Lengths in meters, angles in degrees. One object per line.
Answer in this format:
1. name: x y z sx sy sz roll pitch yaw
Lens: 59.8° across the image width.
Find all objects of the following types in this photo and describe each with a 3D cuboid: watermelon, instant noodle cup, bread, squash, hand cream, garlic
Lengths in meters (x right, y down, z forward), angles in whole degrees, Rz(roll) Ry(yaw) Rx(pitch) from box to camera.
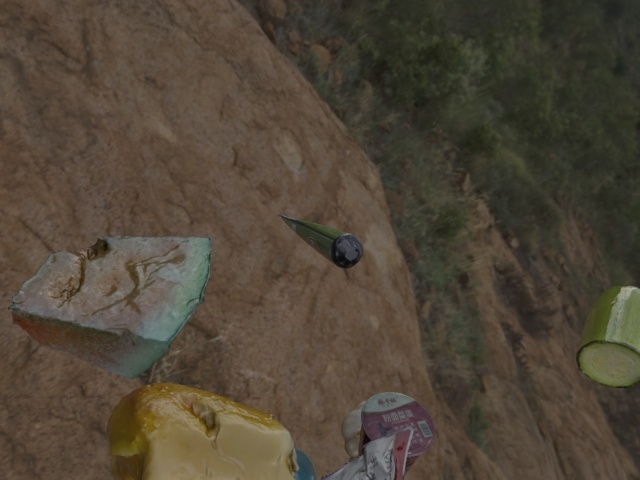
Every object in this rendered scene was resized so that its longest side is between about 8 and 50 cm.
1. watermelon: -0.344 0.103 1.000 0.302 0.151 0.264 8 41 0
2. instant noodle cup: 0.222 0.626 1.759 0.235 0.178 0.234 9 35 -6
3. bread: -0.263 0.447 1.199 0.395 0.361 0.250 28 62 -16
4. squash: 0.631 0.181 1.179 0.132 0.133 0.247 56 45 -14
5. hand cream: 0.000 0.000 0.945 0.086 0.235 0.055 41 81 -28
6. garlic: 0.173 0.754 2.147 0.185 0.203 0.280 22 50 -13

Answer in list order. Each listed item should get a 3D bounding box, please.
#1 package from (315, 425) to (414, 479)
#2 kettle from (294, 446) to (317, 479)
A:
1. package: 0.035 0.318 0.657 0.239 0.030 0.154 -5 105 -49
2. kettle: -0.175 0.856 1.860 0.319 0.247 0.342 -65 165 -11
